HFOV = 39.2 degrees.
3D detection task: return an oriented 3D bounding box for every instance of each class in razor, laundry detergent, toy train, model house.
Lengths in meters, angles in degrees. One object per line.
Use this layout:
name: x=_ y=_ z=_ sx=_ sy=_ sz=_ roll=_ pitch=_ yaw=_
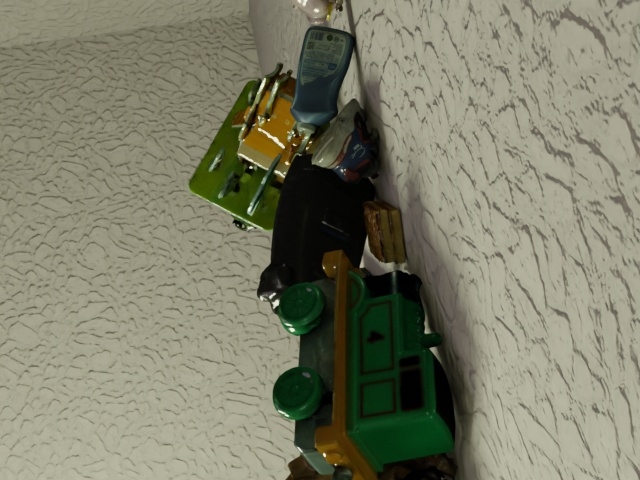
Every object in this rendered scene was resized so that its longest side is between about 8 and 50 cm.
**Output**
razor: x=-0.003 y=0.003 z=1.643 sx=0.107 sy=0.189 sz=0.326 roll=-33 pitch=37 yaw=50
laundry detergent: x=-0.003 y=-0.292 z=1.676 sx=0.061 sy=0.097 sz=0.206 roll=105 pitch=180 yaw=-87
toy train: x=0.072 y=0.189 z=1.375 sx=0.178 sy=0.249 sz=0.429 roll=59 pitch=-155 yaw=-45
model house: x=-0.128 y=-0.232 z=1.991 sx=0.357 sy=0.243 sz=0.313 roll=-61 pitch=-2 yaw=-17

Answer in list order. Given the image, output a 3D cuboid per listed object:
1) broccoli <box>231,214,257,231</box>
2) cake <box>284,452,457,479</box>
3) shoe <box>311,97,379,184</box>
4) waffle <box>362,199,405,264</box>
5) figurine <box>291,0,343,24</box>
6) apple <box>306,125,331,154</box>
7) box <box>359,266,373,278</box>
broccoli: x=-0.103 y=-0.154 z=2.460 sx=0.283 sy=0.321 sz=0.304 roll=44 pitch=148 yaw=9
cake: x=0.081 y=0.457 z=1.420 sx=0.321 sy=0.332 sz=0.332 roll=-60 pitch=27 yaw=29
shoe: x=0.067 y=-0.172 z=1.626 sx=0.099 sy=0.126 sz=0.227 roll=-54 pitch=5 yaw=31
waffle: x=0.111 y=-0.015 z=1.587 sx=0.148 sy=0.042 sz=0.102 roll=-133 pitch=32 yaw=-79
figurine: x=-0.009 y=-0.471 z=1.675 sx=0.229 sy=0.112 sz=0.137 roll=-127 pitch=51 yaw=-80
apple: x=0.027 y=-0.086 z=1.947 sx=0.193 sy=0.120 sz=0.265 roll=-119 pitch=15 yaw=-44
box: x=0.093 y=0.184 z=1.867 sx=0.310 sy=0.084 sz=0.198 roll=-129 pitch=30 yaw=-78
